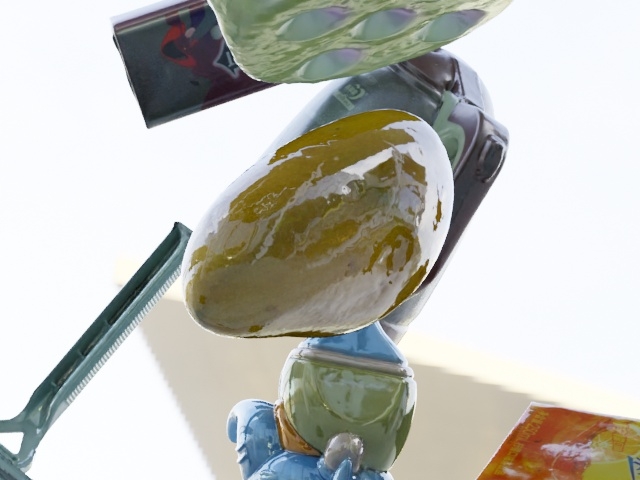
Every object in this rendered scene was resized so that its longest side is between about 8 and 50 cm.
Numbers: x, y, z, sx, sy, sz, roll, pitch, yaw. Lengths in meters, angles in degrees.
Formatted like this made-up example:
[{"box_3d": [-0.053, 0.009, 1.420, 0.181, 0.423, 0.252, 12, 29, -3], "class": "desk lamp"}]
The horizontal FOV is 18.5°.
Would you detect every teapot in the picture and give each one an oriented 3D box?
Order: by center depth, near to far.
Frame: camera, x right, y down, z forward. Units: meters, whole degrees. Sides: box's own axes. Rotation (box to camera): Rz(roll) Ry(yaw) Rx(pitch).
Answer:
[{"box_3d": [0.066, -0.045, 1.987, 0.233, 0.312, 0.315, 30, 9, -26], "class": "teapot"}]

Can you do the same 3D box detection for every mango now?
[{"box_3d": [0.000, 0.000, 1.260, 0.113, 0.253, 0.138, 22, -58, 28], "class": "mango"}]

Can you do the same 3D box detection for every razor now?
[{"box_3d": [-0.197, 0.095, 1.665, 0.111, 0.278, 0.056, 35, -21, 20], "class": "razor"}]

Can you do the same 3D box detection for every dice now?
[{"box_3d": [0.018, -0.286, 1.579, 0.254, 0.252, 0.250, -18, -13, 4], "class": "dice"}]

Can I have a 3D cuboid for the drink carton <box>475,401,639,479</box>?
[{"box_3d": [0.336, 0.253, 1.837, 0.351, 0.154, 0.111, 5, -58, 30], "class": "drink carton"}]

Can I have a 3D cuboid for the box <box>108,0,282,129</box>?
[{"box_3d": [-0.089, -0.201, 1.959, 0.224, 0.069, 0.120, -21, -69, -4], "class": "box"}]

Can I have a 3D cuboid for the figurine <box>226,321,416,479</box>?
[{"box_3d": [0.002, 0.194, 1.662, 0.154, 0.262, 0.180, 24, -28, -34], "class": "figurine"}]
